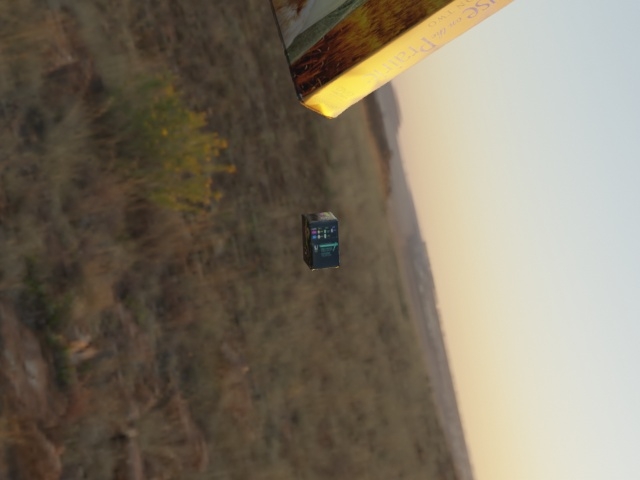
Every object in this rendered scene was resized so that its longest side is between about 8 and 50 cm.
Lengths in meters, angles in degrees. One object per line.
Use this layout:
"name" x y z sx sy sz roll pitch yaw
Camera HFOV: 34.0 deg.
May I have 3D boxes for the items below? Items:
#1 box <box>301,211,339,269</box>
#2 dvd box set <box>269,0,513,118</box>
"box" 0.000 0.000 1.753 0.062 0.052 0.083 -132 -143 -70
"dvd box set" 0.116 -0.347 0.979 0.062 0.420 0.307 17 51 -51
